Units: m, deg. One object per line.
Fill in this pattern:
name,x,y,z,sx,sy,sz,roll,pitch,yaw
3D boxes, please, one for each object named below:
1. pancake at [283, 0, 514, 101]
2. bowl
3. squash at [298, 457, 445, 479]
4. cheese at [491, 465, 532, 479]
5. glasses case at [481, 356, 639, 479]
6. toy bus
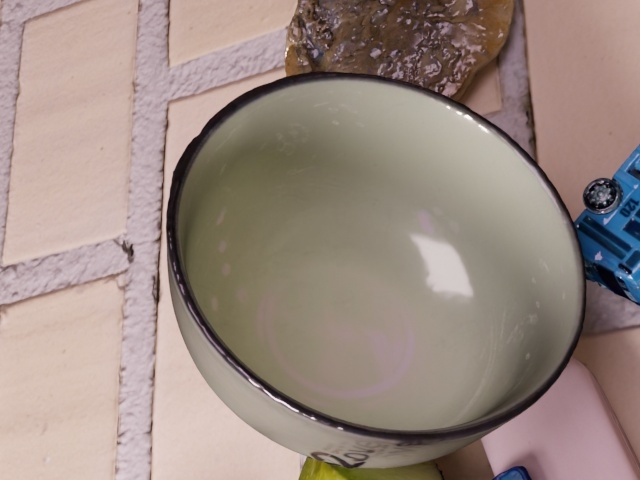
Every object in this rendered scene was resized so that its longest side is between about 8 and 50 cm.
pancake,0.072,-0.226,1.475,0.282,0.049,0.283,-12,63,25
bowl,0.028,0.047,1.195,0.353,0.185,0.354,8,56,-13
squash,0.009,0.223,1.228,0.184,0.085,0.192,-43,23,9
cheese,0.098,0.286,1.182,0.250,0.064,0.157,-43,49,29
glasses case,0.221,0.228,1.157,0.113,0.075,0.297,-32,56,17
toy bus,0.303,-0.031,1.225,0.185,0.090,0.106,-50,55,0
